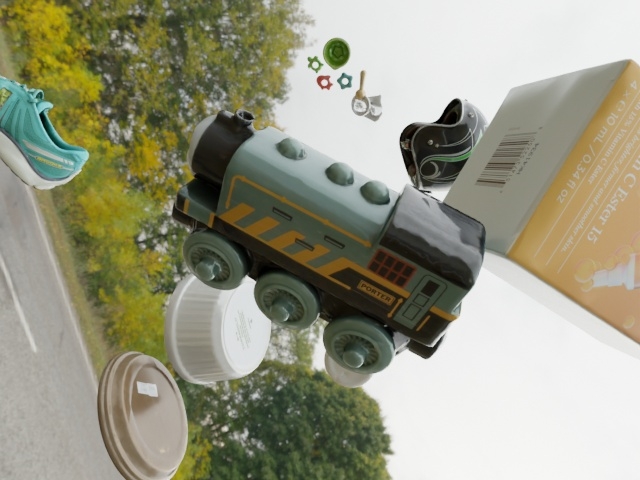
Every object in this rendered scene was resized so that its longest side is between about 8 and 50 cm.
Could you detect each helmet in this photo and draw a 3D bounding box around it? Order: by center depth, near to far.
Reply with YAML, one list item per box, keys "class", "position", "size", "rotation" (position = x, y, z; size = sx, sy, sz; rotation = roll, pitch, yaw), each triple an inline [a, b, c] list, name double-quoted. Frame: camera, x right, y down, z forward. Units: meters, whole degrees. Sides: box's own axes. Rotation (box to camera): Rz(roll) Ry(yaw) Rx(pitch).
- class: "helmet"
  position: [0.248, -0.182, 0.811]
  size: [0.169, 0.162, 0.169]
  rotation: [-17, 90, -86]

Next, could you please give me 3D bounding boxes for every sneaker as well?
- class: "sneaker"
  position: [-0.498, -0.216, 0.671]
  size: [0.275, 0.110, 0.107]
  rotation: [56, 0, -27]

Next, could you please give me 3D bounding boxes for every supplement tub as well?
- class: "supplement tub"
  position: [0.045, 0.159, 0.587]
  size: [0.107, 0.071, 0.071]
  rotation: [27, 46, -81]

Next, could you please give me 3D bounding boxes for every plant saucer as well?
- class: "plant saucer"
  position: [-0.347, 0.353, 0.849]
  size: [0.278, 0.041, 0.277]
  rotation: [-23, 90, -88]

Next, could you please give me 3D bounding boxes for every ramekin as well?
- class: "ramekin"
  position: [-0.221, 0.198, 0.973]
  size: [0.273, 0.127, 0.272]
  rotation: [-4, 90, -69]

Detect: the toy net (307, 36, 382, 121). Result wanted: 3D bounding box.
- class: "toy net"
  position: [0.068, -0.386, 1.051]
  size: [0.232, 0.122, 0.045]
  rotation: [51, 26, -20]

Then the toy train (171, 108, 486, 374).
- class: "toy train"
  position: [0.000, 0.000, 0.435]
  size: [0.334, 0.142, 0.190]
  rotation: [29, -51, 5]

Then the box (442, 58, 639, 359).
- class: "box"
  position: [0.346, -0.007, 0.498]
  size: [0.215, 0.345, 0.168]
  rotation: [-60, -164, 3]
